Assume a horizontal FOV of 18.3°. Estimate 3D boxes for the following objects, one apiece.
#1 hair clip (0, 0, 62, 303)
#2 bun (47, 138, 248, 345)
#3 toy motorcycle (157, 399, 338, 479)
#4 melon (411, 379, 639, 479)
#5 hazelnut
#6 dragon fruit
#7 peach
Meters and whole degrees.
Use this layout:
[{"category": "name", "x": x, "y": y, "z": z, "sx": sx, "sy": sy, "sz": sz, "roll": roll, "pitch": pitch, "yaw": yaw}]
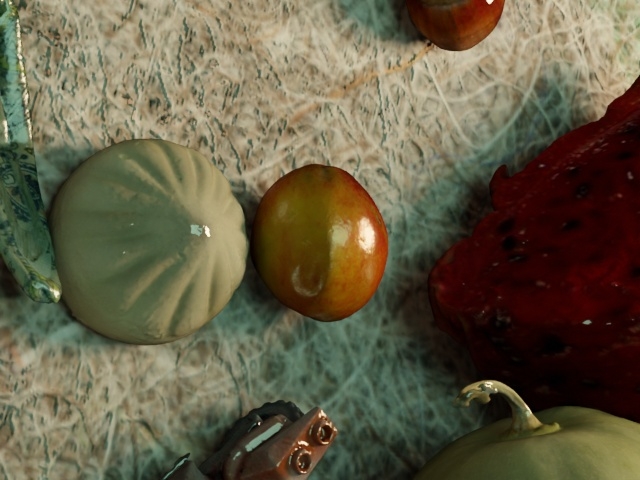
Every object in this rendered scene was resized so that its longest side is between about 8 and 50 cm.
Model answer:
[{"category": "hair clip", "x": -0.203, "y": -0.068, "z": 1.251, "sx": 0.066, "sy": 0.036, "sz": 0.229, "roll": -9, "pitch": 81, "yaw": -40}, {"category": "bun", "x": -0.101, "y": -0.002, "z": 1.277, "sx": 0.138, "sy": 0.094, "sz": 0.138, "roll": 5, "pitch": 81, "yaw": -31}, {"category": "toy motorcycle", "x": -0.058, "y": 0.185, "z": 1.259, "sx": 0.084, "sy": 0.118, "sz": 0.212, "roll": 54, "pitch": 57, "yaw": -26}, {"category": "melon", "x": 0.160, "y": 0.255, "z": 1.319, "sx": 0.271, "sy": 0.271, "sz": 0.308, "roll": 11, "pitch": 88, "yaw": -33}, {"category": "hazelnut", "x": 0.102, "y": -0.180, "z": 1.460, "sx": 0.086, "sy": 0.086, "sz": 0.086, "roll": 6, "pitch": 78, "yaw": -34}, {"category": "dragon fruit", "x": 0.231, "y": 0.029, "z": 1.509, "sx": 0.286, "sy": 0.228, "sz": 0.329, "roll": 66, "pitch": 26, "yaw": -46}, {"category": "peach", "x": 0.002, "y": -0.001, "z": 1.342, "sx": 0.100, "sy": 0.100, "sz": 0.101, "roll": 6, "pitch": 78, "yaw": -34}]
